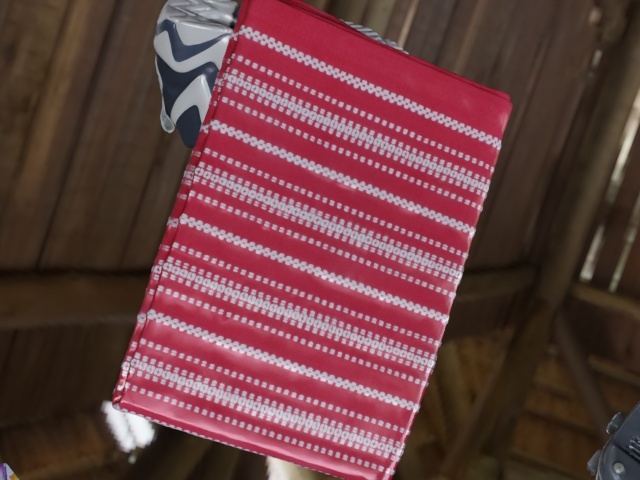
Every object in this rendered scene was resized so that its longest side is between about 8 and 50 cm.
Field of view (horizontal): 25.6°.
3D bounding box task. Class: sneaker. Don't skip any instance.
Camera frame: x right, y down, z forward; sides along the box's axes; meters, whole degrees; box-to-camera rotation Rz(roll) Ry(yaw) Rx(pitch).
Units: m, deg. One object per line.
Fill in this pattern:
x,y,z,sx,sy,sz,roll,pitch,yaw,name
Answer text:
-0.034,-0.113,1.218,0.235,0.153,0.094,11,-146,-4,sneaker

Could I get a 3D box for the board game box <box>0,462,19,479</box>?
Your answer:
-0.343,0.268,1.022,0.275,0.142,0.144,-8,145,5,board game box

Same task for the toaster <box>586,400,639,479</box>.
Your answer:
0.308,0.222,1.081,0.227,0.129,0.146,36,155,18,toaster

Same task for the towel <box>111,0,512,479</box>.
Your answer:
0.000,0.000,0.879,0.199,0.274,0.031,20,174,-21,towel
